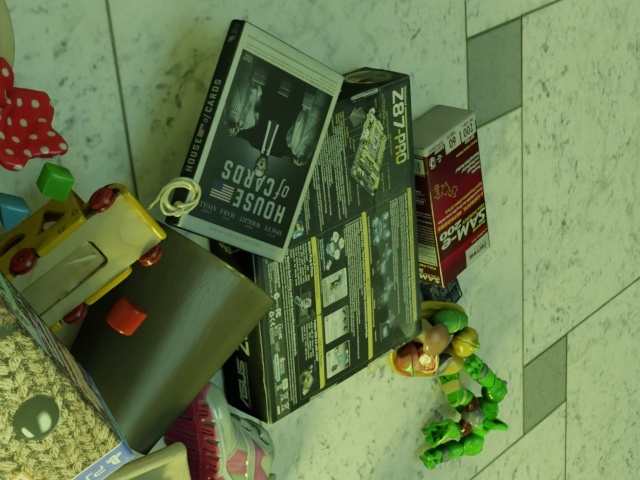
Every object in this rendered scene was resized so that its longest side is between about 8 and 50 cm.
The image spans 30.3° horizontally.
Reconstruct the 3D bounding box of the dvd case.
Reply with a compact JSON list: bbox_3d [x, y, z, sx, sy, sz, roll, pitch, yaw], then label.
[{"bbox_3d":[-0.072,-0.109,1.357,0.179,0.029,0.238,21,85,-48],"label":"dvd case"}]

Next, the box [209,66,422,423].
[{"bbox_3d":[0.000,0.000,1.563,0.318,0.097,0.395,-26,121,-39],"label":"box"}]

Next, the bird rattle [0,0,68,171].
[{"bbox_3d":[-0.336,-0.170,1.093,0.253,0.143,0.207,8,81,-53],"label":"bird rattle"}]

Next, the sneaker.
[{"bbox_3d":[-0.123,0.263,1.523,0.111,0.103,0.252,-43,140,-34],"label":"sneaker"}]

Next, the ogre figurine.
[{"bbox_3d":[0.244,0.289,1.958,0.118,0.097,0.197,18,78,-39],"label":"ogre figurine"}]

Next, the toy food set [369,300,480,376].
[{"bbox_3d":[0.177,0.163,1.828,0.218,0.071,0.128,5,105,-45],"label":"toy food set"}]

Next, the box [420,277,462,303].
[{"bbox_3d":[0.192,0.079,1.877,0.067,0.018,0.083,-49,135,-26],"label":"box"}]

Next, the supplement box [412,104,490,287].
[{"bbox_3d":[0.180,-0.066,1.769,0.130,0.073,0.239,-38,130,-36],"label":"supplement box"}]

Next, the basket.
[{"bbox_3d":[-0.189,0.115,1.344,0.204,0.154,0.227,35,80,-26],"label":"basket"}]

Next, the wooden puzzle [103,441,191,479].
[{"bbox_3d":[-0.268,0.421,1.327,0.322,0.080,0.348,-20,126,-24],"label":"wooden puzzle"}]

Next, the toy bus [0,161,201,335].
[{"bbox_3d":[-0.249,-0.004,1.228,0.202,0.104,0.191,1,118,-29],"label":"toy bus"}]

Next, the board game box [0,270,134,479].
[{"bbox_3d":[-0.358,0.151,1.107,0.232,0.141,0.291,-36,132,-7],"label":"board game box"}]
